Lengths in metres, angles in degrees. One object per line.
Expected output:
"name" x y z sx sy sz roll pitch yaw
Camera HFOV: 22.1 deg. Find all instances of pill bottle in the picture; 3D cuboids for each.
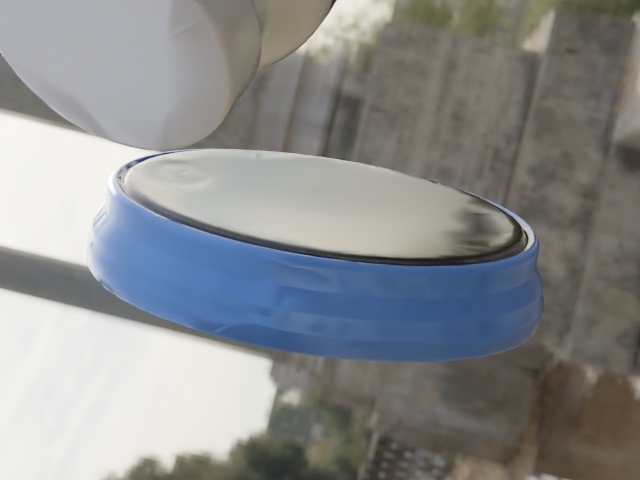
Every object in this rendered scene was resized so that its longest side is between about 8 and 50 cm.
"pill bottle" -0.043 -0.174 0.780 0.153 0.153 0.265 102 -166 -51

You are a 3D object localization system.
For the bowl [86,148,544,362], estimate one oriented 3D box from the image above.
"bowl" 0.000 0.000 1.386 0.391 0.391 0.077 -70 -10 -75
